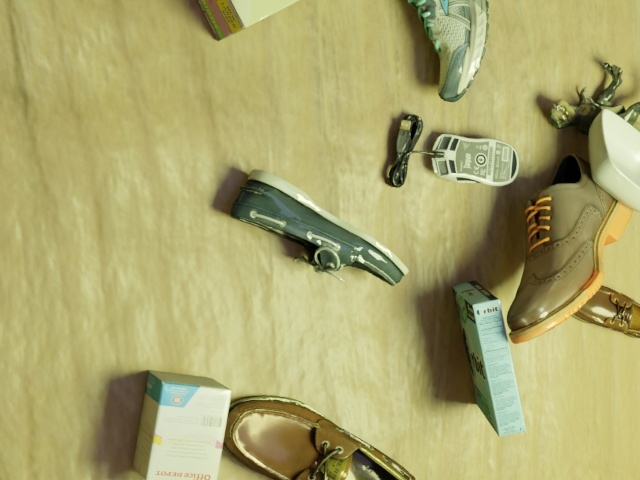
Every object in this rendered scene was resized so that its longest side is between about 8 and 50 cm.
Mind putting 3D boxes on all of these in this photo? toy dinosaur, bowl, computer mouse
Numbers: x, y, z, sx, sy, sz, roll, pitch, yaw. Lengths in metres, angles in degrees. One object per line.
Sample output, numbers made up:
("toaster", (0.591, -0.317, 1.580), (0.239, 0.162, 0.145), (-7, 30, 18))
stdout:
("toy dinosaur", (0.460, -0.199, 1.532), (0.268, 0.064, 0.118), (14, 101, -22))
("bowl", (0.442, -0.108, 1.463), (0.142, 0.053, 0.142), (33, 41, -22))
("computer mouse", (0.191, -0.115, 1.437), (0.193, 0.042, 0.106), (9, 84, -17))

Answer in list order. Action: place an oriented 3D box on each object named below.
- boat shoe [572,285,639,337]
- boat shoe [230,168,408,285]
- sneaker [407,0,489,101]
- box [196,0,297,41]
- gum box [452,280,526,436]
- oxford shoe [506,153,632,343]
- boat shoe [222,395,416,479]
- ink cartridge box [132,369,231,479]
("boat shoe", (0.454, 0.107, 1.539), (0.178, 0.060, 0.064), (20, 84, -21))
("boat shoe", (0.000, 0.000, 1.333), (0.254, 0.095, 0.079), (32, 78, -19))
("sneaker", (0.166, -0.334, 1.400), (0.122, 0.110, 0.283), (3, 88, -4))
("box", (-0.066, -0.408, 1.280), (0.243, 0.117, 0.213), (-33, 104, -19))
("gum box", (0.232, 0.160, 1.398), (0.041, 0.157, 0.184), (-12, 97, -1))
("oxford shoe", (0.321, 0.007, 1.406), (0.133, 0.130, 0.363), (50, 42, -9))
("boat shoe", (0.010, 0.291, 1.341), (0.307, 0.104, 0.110), (25, 83, -21))
("ink cartridge box", (-0.178, 0.246, 1.271), (0.092, 0.090, 0.143), (11, 89, -22))
